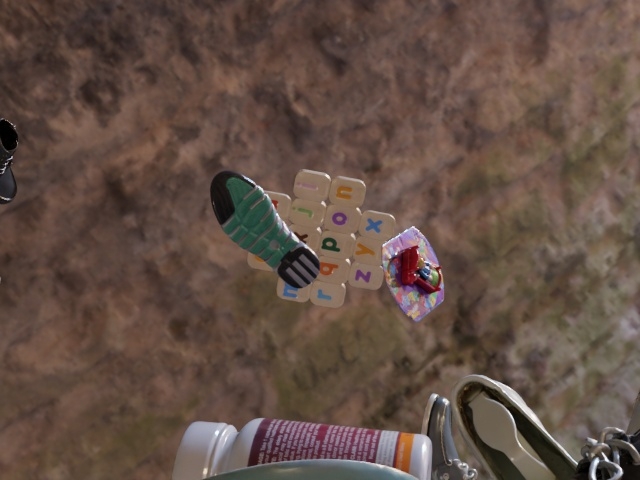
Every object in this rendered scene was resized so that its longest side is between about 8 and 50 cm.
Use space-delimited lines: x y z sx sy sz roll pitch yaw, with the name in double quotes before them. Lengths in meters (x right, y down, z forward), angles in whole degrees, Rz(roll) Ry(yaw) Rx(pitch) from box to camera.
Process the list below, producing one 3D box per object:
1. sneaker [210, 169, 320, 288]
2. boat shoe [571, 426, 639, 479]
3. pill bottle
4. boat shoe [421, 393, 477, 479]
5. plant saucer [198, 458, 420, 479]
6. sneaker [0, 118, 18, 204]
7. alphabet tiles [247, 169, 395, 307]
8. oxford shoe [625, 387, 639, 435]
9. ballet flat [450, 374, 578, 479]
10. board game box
"sneaker" -0.095 -0.020 1.470 0.083 0.224 0.098 -41 25 -3
"boat shoe" 0.264 0.219 0.845 0.306 0.105 0.113 -52 7 5
"pill bottle" -0.025 0.404 1.570 0.224 0.391 0.224 4 -90 -80
"boat shoe" 0.241 0.440 1.784 0.099 0.320 0.116 -3 -4 21
"plant saucer" -0.042 0.292 0.861 0.317 0.044 0.318 -9 -41 -8
"sneaker" -0.646 -0.154 1.975 0.222 0.118 0.083 71 -150 -45
"alphabet tiles" 0.000 0.000 1.957 0.021 0.277 0.284 -84 4 -65
"oxford shoe" 0.506 0.252 1.413 0.130 0.169 0.449 -30 23 41
"ballet flat" 0.287 0.318 1.251 0.139 0.400 0.139 -18 -47 -21
"board game box" 0.161 0.049 1.557 0.033 0.133 0.168 -21 4 36
